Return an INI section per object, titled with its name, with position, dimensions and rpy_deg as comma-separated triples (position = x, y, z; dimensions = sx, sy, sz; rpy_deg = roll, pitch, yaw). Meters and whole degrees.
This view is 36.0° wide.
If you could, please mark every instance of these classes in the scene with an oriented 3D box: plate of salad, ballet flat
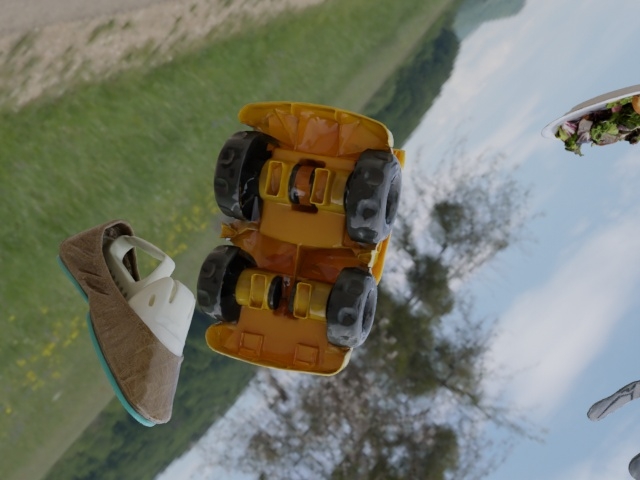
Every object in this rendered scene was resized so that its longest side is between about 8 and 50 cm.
[plate of salad]
position = 0.347, -0.133, 1.095
dimensions = 0.200, 0.048, 0.200
rpy_deg = -12, 172, -2
[ballet flat]
position = -0.219, 0.073, 1.174
dimensions = 0.124, 0.116, 0.342
rpy_deg = -39, -142, -1

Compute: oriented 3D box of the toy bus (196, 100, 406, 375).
[toy bus]
position = 0.000, 0.000, 0.893
dimensions = 0.211, 0.150, 0.220
rpy_deg = 9, 92, -74

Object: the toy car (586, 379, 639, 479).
[toy car]
position = 0.301, 0.121, 0.727
dimensions = 0.188, 0.155, 0.149
rpy_deg = -27, -153, 20
